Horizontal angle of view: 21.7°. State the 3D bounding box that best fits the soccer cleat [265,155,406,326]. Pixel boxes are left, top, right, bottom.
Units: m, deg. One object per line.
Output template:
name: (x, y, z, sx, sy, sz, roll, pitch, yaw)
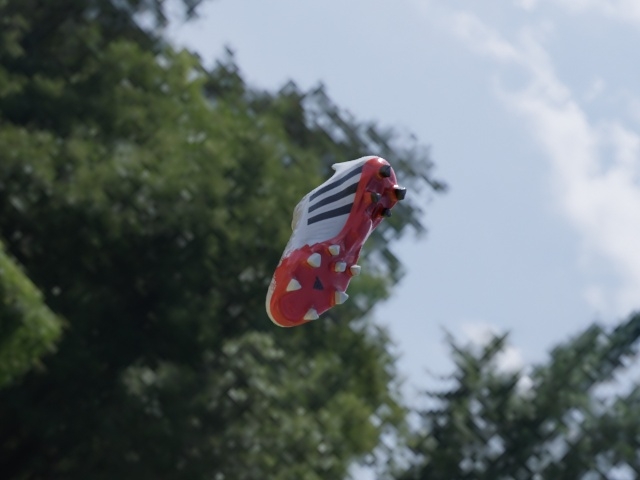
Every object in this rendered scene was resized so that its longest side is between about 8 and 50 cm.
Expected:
soccer cleat: (0.000, 0.000, 0.629, 0.035, 0.083, 0.029, 5, -40, 43)
